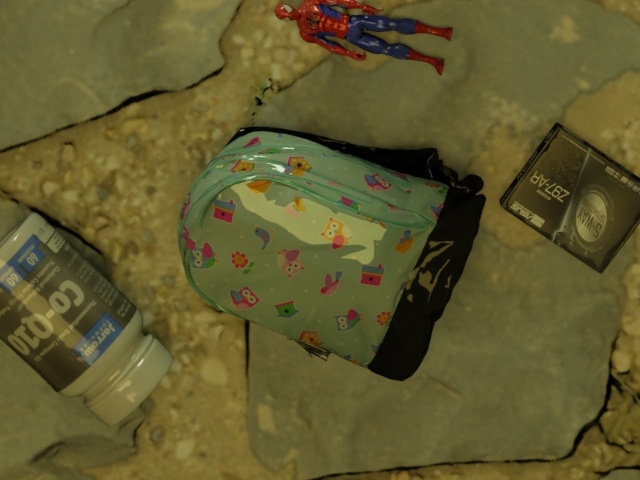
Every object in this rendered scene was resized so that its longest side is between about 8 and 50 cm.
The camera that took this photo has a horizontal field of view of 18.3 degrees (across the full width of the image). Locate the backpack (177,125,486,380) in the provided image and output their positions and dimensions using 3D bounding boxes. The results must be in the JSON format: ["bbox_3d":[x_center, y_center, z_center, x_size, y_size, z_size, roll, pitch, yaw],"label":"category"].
[{"bbox_3d":[0.000,0.000,1.282,0.182,0.115,0.152,22,107,-2],"label":"backpack"}]

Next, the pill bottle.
[{"bbox_3d":[-0.168,0.054,1.320,0.078,0.078,0.137,-44,100,12],"label":"pill bottle"}]

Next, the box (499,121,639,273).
[{"bbox_3d":[0.171,-0.028,1.318,0.083,0.018,0.067,34,103,-8],"label":"box"}]

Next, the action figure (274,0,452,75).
[{"bbox_3d":[0.027,-0.136,1.289,0.115,0.030,0.038,13,110,0],"label":"action figure"}]
